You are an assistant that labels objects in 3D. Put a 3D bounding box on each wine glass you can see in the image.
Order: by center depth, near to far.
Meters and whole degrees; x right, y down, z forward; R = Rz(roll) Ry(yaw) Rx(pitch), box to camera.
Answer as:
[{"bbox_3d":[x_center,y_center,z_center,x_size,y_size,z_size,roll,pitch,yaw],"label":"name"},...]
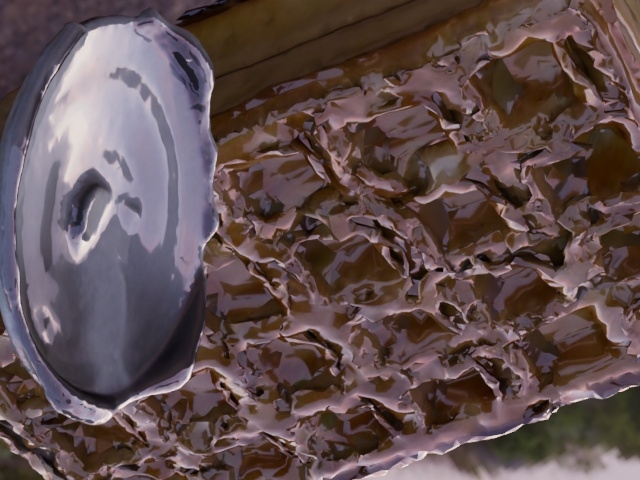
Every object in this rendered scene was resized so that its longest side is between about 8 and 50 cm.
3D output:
[{"bbox_3d":[-0.120,-0.014,0.450,0.183,0.122,0.122,4,174,23],"label":"wine glass"}]

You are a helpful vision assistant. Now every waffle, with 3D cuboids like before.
[{"bbox_3d":[0.000,0.001,0.720,0.308,0.091,0.213,-21,135,19],"label":"waffle"}]
